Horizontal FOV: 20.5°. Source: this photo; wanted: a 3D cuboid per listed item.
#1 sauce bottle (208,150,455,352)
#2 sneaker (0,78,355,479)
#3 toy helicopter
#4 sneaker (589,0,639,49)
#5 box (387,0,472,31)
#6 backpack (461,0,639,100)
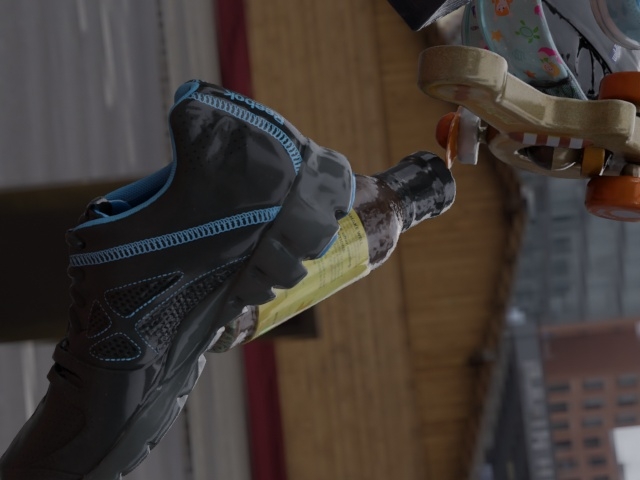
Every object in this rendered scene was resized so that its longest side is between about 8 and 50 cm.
[{"bbox_3d":[0.000,0.000,1.731,0.111,0.344,0.111,26,-51,38],"label":"sauce bottle"},{"bbox_3d":[-0.128,0.041,1.204,0.341,0.140,0.125,-51,-164,13],"label":"sneaker"},{"bbox_3d":[0.189,-0.124,1.736,0.355,0.235,0.140,23,73,-54],"label":"toy helicopter"},{"bbox_3d":[0.344,-0.259,1.266,0.127,0.319,0.208,49,-9,-14],"label":"sneaker"},{"bbox_3d":[0.078,-0.251,1.156,0.156,0.158,0.093,50,41,5],"label":"box"},{"bbox_3d":[0.285,-0.278,2.194,0.253,0.191,0.225,47,50,-45],"label":"backpack"}]
